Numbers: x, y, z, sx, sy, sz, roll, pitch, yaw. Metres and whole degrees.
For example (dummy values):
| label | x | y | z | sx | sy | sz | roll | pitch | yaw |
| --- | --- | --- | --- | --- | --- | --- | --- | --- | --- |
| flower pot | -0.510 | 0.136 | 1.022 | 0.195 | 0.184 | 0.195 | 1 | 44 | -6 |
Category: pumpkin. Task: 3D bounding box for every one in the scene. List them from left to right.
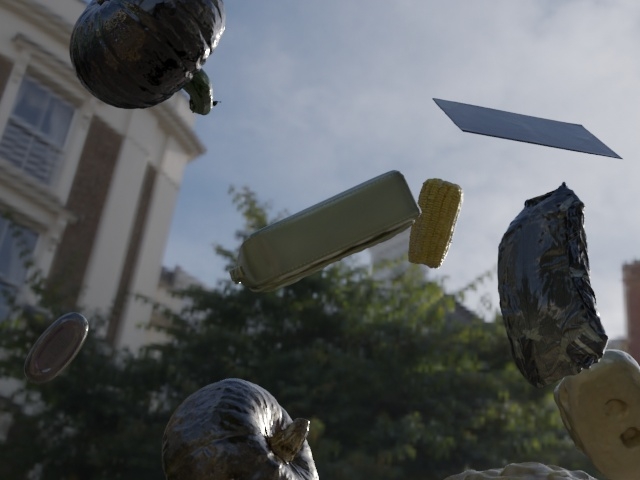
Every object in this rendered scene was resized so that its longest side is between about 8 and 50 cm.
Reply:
| label | x | y | z | sx | sy | sz | roll | pitch | yaw |
| --- | --- | --- | --- | --- | --- | --- | --- | --- | --- |
| pumpkin | -0.234 | -0.285 | 1.752 | 0.248 | 0.248 | 0.248 | 5 | -35 | 4 |
| pumpkin | -0.092 | 0.297 | 1.573 | 0.189 | 0.260 | 0.260 | -29 | -44 | 7 |

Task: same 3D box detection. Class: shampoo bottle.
| label | x | y | z | sx | sy | sz | roll | pitch | yaw |
| --- | --- | --- | --- | --- | --- | --- | --- | --- | --- |
| shampoo bottle | -0.271 | 0.112 | 1.207 | 0.040 | 0.080 | 0.165 | 38 | -14 | -7 |

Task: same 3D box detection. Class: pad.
| label | x | y | z | sx | sy | sz | roll | pitch | yaw |
| --- | --- | --- | --- | --- | --- | --- | --- | --- | --- |
| pad | 0.289 | -0.158 | 1.662 | 0.243 | 0.163 | 0.004 | 8 | -69 | -14 |

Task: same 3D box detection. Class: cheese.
| label | x | y | z | sx | sy | sz | roll | pitch | yaw |
| --- | --- | --- | --- | --- | --- | --- | --- | --- | --- |
| cheese | 0.544 | 0.322 | 2.172 | 0.174 | 0.248 | 0.251 | -31 | -23 | -3 |

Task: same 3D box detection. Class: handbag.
| label | x | y | z | sx | sy | sz | roll | pitch | yaw |
| --- | --- | --- | --- | --- | --- | --- | --- | --- | --- |
| handbag | 0.000 | 0.000 | 1.558 | 0.256 | 0.079 | 0.219 | -24 | -4 | -14 |

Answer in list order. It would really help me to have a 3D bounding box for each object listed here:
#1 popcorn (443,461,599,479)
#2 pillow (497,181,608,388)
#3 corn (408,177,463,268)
| label | x | y | z | sx | sy | sz | roll | pitch | yaw |
| --- | --- | --- | --- | --- | --- | --- | --- | --- | --- |
| popcorn | 0.143 | 0.290 | 0.939 | 0.265 | 0.225 | 0.332 | -31 | -42 | 20 |
| pillow | 0.350 | 0.063 | 1.805 | 0.161 | 0.335 | 0.092 | -24 | -41 | 29 |
| corn | 0.210 | -0.031 | 2.174 | 0.085 | 0.165 | 0.063 | 17 | -8 | -36 |
